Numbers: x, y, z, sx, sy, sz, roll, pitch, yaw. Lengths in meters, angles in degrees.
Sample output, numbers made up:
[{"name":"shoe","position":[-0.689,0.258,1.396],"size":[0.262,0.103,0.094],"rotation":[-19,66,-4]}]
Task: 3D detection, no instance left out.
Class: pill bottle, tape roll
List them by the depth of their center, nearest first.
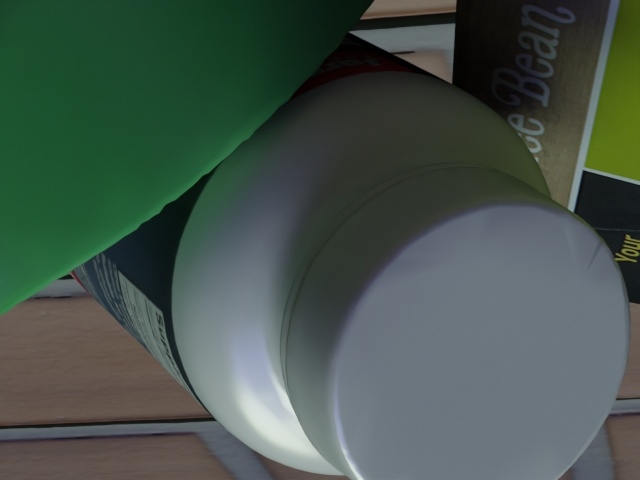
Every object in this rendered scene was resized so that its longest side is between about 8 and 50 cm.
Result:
[{"name":"pill bottle","position":[0.000,0.000,0.528],"size":[0.108,0.108,0.180],"rotation":[16,-170,-31]},{"name":"tape roll","position":[-0.125,-0.079,0.574],"size":[0.321,0.321,0.077],"rotation":[-12,125,28]}]

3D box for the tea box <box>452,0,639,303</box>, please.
[{"name":"tea box","position":[0.209,-0.115,0.525],"size":[0.323,0.220,0.329],"rotation":[12,158,6]}]
